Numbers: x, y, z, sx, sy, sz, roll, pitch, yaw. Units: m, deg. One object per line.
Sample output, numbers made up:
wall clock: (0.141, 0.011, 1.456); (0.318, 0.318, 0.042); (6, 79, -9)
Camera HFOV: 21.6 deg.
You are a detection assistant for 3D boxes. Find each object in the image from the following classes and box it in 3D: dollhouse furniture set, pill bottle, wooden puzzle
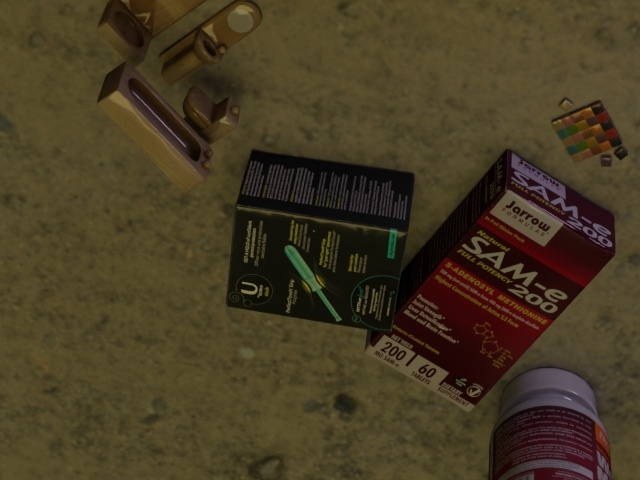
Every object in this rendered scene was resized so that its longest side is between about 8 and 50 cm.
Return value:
dollhouse furniture set: (-0.109, -0.159, 1.464); (0.123, 0.151, 0.144); (-31, 117, 25)
pill bottle: (0.225, 0.231, 1.645); (0.121, 0.221, 0.121); (4, 124, 5)
wooden puzzle: (0.246, -0.099, 1.547); (0.049, 0.006, 0.083); (-22, 119, 21)

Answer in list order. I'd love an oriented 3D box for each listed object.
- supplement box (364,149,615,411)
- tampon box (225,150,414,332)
supplement box: (0.161, 0.043, 1.616); (0.130, 0.073, 0.239); (30, 122, -13)
tampon box: (0.000, 0.000, 1.588); (0.161, 0.101, 0.120); (9, 124, 2)
